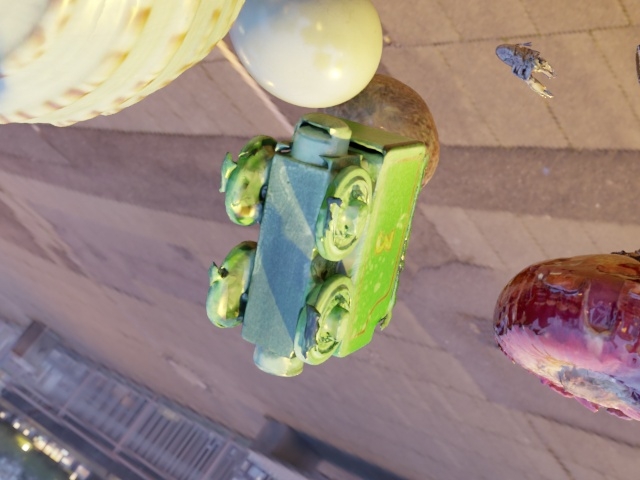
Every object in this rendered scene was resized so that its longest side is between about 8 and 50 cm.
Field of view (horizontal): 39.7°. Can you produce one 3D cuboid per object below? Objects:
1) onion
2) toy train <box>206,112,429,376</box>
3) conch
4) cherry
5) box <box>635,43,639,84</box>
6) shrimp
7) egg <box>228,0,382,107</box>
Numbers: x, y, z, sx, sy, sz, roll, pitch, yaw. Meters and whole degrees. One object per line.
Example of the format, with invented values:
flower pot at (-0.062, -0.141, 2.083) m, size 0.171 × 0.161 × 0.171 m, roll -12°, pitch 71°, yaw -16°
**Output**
onion at (0.284, 0.077, 0.828) m, size 0.230 × 0.163 × 0.230 m, roll 30°, pitch 163°, yaw 10°
toy train at (0.000, 0.000, 0.823) m, size 0.132 × 0.243 × 0.188 m, roll 20°, pitch -162°, yaw 27°
conch at (-0.146, -0.231, 0.551) m, size 0.215 × 0.319 × 0.302 m, roll 3°, pitch 115°, yaw 50°
cherry at (0.079, -0.148, 1.283) m, size 0.195 × 0.195 × 0.195 m, roll 31°, pitch 159°, yaw 13°
box at (0.516, -0.190, 0.911) m, size 0.310 × 0.084 × 0.198 m, roll -29°, pitch 118°, yaw 37°
shrimp at (0.232, -0.196, 0.986) m, size 0.092 × 0.038 × 0.029 m, roll 36°, pitch 169°, yaw -31°
egg at (-0.028, -0.283, 1.171) m, size 0.264 × 0.183 × 0.183 m, roll 47°, pitch 170°, yaw 37°
